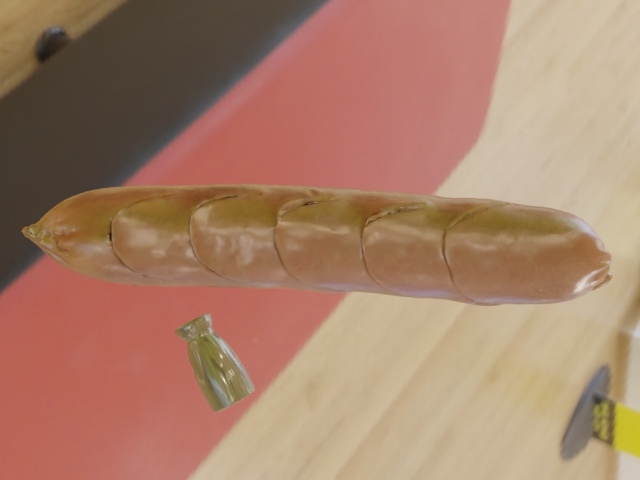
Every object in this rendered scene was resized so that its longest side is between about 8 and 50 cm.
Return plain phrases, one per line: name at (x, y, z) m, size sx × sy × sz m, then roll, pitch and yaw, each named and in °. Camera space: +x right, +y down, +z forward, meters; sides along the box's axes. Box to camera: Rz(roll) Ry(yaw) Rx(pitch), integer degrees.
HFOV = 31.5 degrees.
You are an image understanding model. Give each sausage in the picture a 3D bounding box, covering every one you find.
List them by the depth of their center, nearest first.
sausage at (0.000, 0.000, 0.842) m, size 0.088 × 0.433 × 0.088 m, roll -177°, pitch -90°, yaw -89°

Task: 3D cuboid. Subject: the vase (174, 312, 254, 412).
vase at (-0.116, 0.131, 1.227) m, size 0.053 × 0.101 × 0.053 m, roll -28°, pitch 177°, yaw -2°
